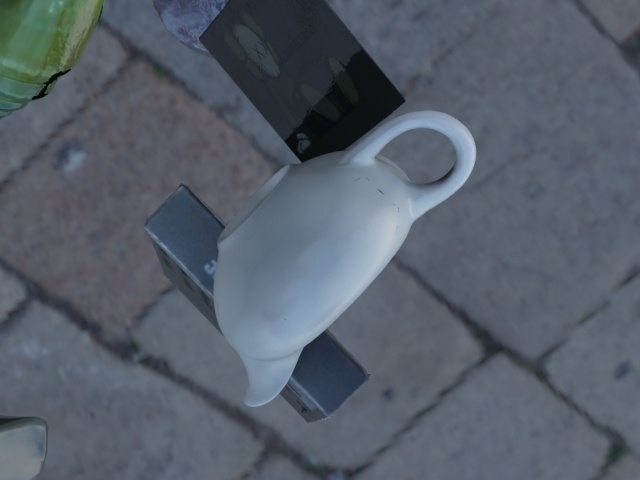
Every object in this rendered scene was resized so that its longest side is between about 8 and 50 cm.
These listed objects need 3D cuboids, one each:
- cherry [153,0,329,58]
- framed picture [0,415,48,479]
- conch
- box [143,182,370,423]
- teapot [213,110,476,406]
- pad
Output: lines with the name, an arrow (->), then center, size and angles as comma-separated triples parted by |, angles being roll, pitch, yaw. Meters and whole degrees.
cherry -> -0.075, -0.252, 1.883 | 0.176, 0.176, 0.140 | -42, 176, 10
framed picture -> -0.354, 0.090, 0.612 | 0.326, 0.446, 0.028 | -11, 97, -50
conch -> -0.212, -0.171, 1.478 | 0.079, 0.095, 0.201 | 41, 100, -15
box -> -0.048, 0.057, 1.408 | 0.047, 0.180, 0.325 | -43, 177, -7
teapot -> 0.000, 0.000, 1.146 | 0.092, 0.145, 0.226 | 41, 115, -10
pad -> -0.016, -0.114, 1.259 | 0.004, 0.190, 0.127 | -41, 92, -23
